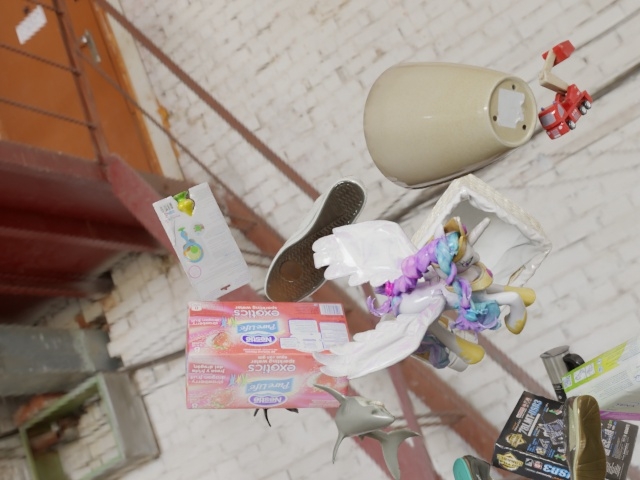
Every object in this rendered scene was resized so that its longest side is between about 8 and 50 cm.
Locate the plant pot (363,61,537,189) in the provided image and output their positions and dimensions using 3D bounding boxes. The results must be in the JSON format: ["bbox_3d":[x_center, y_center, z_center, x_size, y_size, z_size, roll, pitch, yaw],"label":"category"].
[{"bbox_3d":[0.261,-0.229,1.590,0.256,0.257,0.274,-10,6,-32],"label":"plant pot"}]

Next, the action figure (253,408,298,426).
[{"bbox_3d":[-0.092,0.268,1.851,0.141,0.164,0.276,30,-94,-52],"label":"action figure"}]

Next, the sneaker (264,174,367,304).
[{"bbox_3d":[0.000,0.000,1.623,0.290,0.106,0.123,-52,4,15],"label":"sneaker"}]

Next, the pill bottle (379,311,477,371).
[{"bbox_3d":[0.268,0.237,2.108,0.229,0.131,0.131,26,-35,-7],"label":"pill bottle"}]

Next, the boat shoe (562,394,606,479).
[{"bbox_3d":[0.388,0.306,1.253,0.056,0.152,0.049,8,-11,-19],"label":"boat shoe"}]

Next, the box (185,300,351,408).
[{"bbox_3d":[-0.100,0.214,1.575,0.299,0.154,0.142,1,-56,-11],"label":"box"}]

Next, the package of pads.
[{"bbox_3d":[0.657,0.270,1.638,0.296,0.101,0.229,8,-33,-28],"label":"package of pads"}]

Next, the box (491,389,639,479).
[{"bbox_3d":[0.587,0.486,2.009,0.293,0.073,0.295,13,20,23],"label":"box"}]

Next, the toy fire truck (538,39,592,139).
[{"bbox_3d":[0.462,-0.293,1.633,0.047,0.135,0.192,-28,12,49],"label":"toy fire truck"}]

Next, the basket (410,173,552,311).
[{"bbox_3d":[0.476,0.012,2.579,0.328,0.331,0.266,-56,3,22],"label":"basket"}]

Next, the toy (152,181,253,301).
[{"bbox_3d":[-0.257,0.008,1.816,0.136,0.237,0.056,-26,4,-31],"label":"toy"}]

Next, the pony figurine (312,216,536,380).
[{"bbox_3d":[0.180,0.098,1.463,0.350,0.303,0.363,-22,-37,20],"label":"pony figurine"}]

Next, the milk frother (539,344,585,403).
[{"bbox_3d":[0.680,0.343,2.249,0.129,0.135,0.143,-20,1,44],"label":"milk frother"}]

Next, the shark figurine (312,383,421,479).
[{"bbox_3d":[0.061,0.333,1.431,0.166,0.116,0.278,16,-20,21],"label":"shark figurine"}]

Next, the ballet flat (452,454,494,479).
[{"bbox_3d":[0.355,0.586,1.793,0.096,0.281,0.095,12,-42,-18],"label":"ballet flat"}]
